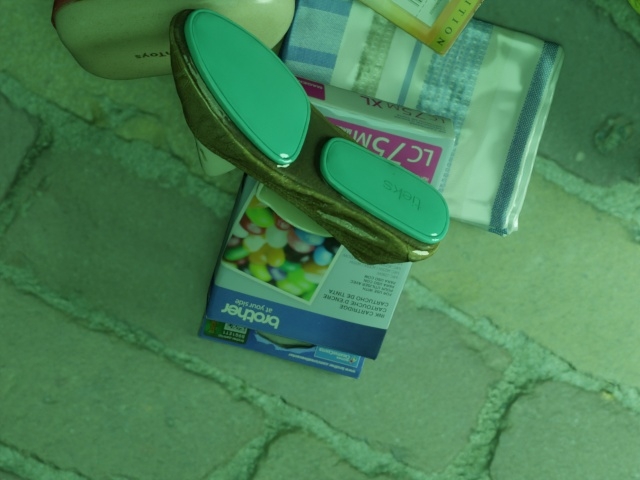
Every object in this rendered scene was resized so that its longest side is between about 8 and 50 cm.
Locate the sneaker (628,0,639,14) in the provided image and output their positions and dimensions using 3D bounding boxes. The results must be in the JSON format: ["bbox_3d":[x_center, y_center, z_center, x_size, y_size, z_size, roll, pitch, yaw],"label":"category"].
[{"bbox_3d":[0.358,-0.227,1.892,0.240,0.126,0.091,41,100,-14],"label":"sneaker"}]

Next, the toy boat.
[{"bbox_3d":[-0.139,-0.248,1.859,0.231,0.151,0.151,-6,72,8],"label":"toy boat"}]

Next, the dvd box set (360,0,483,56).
[{"bbox_3d":[0.030,-0.414,1.836,0.420,0.062,0.307,32,102,-9],"label":"dvd box set"}]

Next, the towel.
[{"bbox_3d":[0.088,-0.131,1.953,0.285,0.034,0.209,14,105,-8],"label":"towel"}]

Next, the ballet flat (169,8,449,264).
[{"bbox_3d":[-0.034,-0.079,1.821,0.342,0.116,0.124,35,139,-24],"label":"ballet flat"}]

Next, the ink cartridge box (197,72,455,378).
[{"bbox_3d":[0.000,0.000,1.949,0.186,0.065,0.311,15,117,-8],"label":"ink cartridge box"}]
